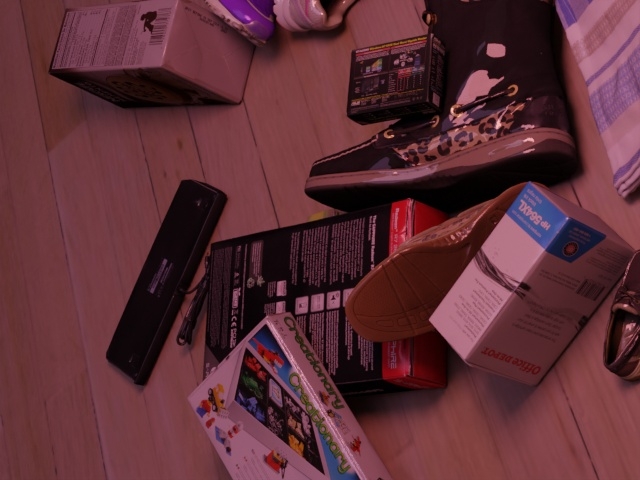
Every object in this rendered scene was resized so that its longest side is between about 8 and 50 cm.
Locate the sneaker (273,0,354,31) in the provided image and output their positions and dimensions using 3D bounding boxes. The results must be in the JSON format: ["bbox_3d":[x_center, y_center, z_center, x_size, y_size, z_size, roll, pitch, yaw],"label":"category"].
[{"bbox_3d":[0.030,-0.409,2.141,0.111,0.103,0.252,30,104,45],"label":"sneaker"}]

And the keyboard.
[{"bbox_3d":[-0.216,0.069,2.236,0.201,0.033,0.317,27,95,53],"label":"keyboard"}]

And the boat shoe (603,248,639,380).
[{"bbox_3d":[0.351,0.079,1.658,0.056,0.049,0.152,-1,73,45],"label":"boat shoe"}]

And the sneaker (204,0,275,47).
[{"bbox_3d":[-0.105,-0.415,2.245,0.146,0.102,0.293,-43,37,16],"label":"sneaker"}]

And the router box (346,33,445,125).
[{"bbox_3d":[0.093,-0.198,1.837,0.122,0.038,0.092,-7,70,34],"label":"router box"}]

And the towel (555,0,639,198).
[{"bbox_3d":[0.349,-0.215,1.690,0.209,0.034,0.285,121,139,-63],"label":"towel"}]

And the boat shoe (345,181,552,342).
[{"bbox_3d":[0.158,0.029,1.778,0.285,0.089,0.105,-30,94,-2],"label":"boat shoe"}]

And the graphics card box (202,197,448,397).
[{"bbox_3d":[0.002,0.093,1.960,0.370,0.094,0.233,-12,70,40],"label":"graphics card box"}]

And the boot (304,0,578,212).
[{"bbox_3d":[0.151,-0.189,1.897,0.377,0.138,0.284,-12,67,37],"label":"boot"}]

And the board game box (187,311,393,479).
[{"bbox_3d":[-0.032,0.269,1.875,0.193,0.053,0.305,-46,66,33],"label":"board game box"}]

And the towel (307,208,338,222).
[{"bbox_3d":[0.000,0.000,2.065,0.060,0.009,0.083,-15,63,41],"label":"towel"}]

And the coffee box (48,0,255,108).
[{"bbox_3d":[-0.267,-0.290,2.331,0.297,0.168,0.119,4,77,46],"label":"coffee box"}]

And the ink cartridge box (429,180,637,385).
[{"bbox_3d":[0.243,0.053,1.703,0.203,0.148,0.086,-54,46,14],"label":"ink cartridge box"}]
